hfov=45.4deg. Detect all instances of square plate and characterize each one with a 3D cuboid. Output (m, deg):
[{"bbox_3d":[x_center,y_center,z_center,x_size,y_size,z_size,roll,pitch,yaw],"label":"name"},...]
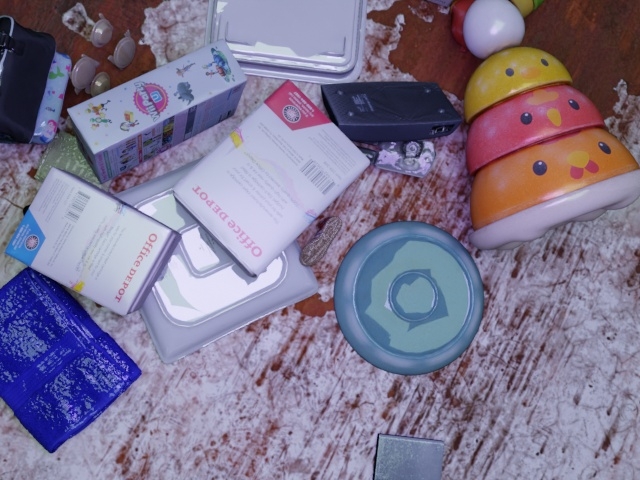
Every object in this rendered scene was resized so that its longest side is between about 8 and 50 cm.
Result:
[{"bbox_3d":[-0.221,0.015,1.499,0.344,0.049,0.347,-25,89,-12],"label":"square plate"}]

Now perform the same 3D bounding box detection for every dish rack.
[{"bbox_3d":[-0.065,-0.477,1.575,0.332,0.072,0.286,6,83,-5],"label":"dish rack"}]

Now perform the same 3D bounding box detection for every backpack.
[{"bbox_3d":[-0.598,-0.284,1.412,0.253,0.191,0.225,5,80,33],"label":"backpack"}]

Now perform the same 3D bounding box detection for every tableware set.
[{"bbox_3d":[-0.422,-0.347,1.481,0.020,0.141,0.169,26,81,16],"label":"tableware set"}]

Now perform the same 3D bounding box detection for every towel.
[{"bbox_3d":[-0.519,0.216,1.432,0.227,0.076,0.308,-43,90,-11],"label":"towel"},{"bbox_3d":[-0.475,-0.143,1.504,0.148,0.027,0.110,22,81,-4],"label":"towel"}]

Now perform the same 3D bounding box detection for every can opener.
[{"bbox_3d":[0.096,-0.194,1.568,0.283,0.095,0.076,13,101,4],"label":"can opener"}]

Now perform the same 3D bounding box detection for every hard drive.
[{"bbox_3d":[0.175,0.439,1.521,0.135,0.022,0.094,8,83,-6],"label":"hard drive"},{"bbox_3d":[0.137,-0.260,1.534,0.254,0.054,0.172,-4,41,-14],"label":"hard drive"}]

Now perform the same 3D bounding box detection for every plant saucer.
[{"bbox_3d":[0.186,0.114,1.551,0.317,0.044,0.318,1,83,-8],"label":"plant saucer"}]

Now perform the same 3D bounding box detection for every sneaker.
[{"bbox_3d":[0.000,0.000,1.534,0.042,0.067,0.118,39,92,-7],"label":"sneaker"}]

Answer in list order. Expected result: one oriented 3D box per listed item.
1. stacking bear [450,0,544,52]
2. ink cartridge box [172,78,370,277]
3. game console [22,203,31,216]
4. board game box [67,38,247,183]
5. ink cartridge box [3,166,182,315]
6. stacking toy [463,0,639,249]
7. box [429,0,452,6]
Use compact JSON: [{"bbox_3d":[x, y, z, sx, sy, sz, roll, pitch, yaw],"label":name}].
[{"bbox_3d":[0.381,-0.524,1.598,0.164,0.175,0.289,40,89,2],"label":"stacking bear"},{"bbox_3d":[-0.095,-0.113,1.442,0.306,0.131,0.226,-44,93,-9],"label":"ink cartridge box"},{"bbox_3d":[-0.498,-0.023,1.481,0.122,0.071,0.107,-18,127,-4],"label":"game console"},{"bbox_3d":[-0.301,-0.236,1.423,0.303,0.224,0.097,-31,89,-16],"label":"board game box"},{"bbox_3d":[-0.394,0.004,1.364,0.232,0.168,0.171,29,87,-2],"label":"ink cartridge box"},{"bbox_3d":[0.380,-0.243,1.467,0.350,0.350,0.480,-20,84,-9],"label":"stacking toy"},{"bbox_3d":[0.241,-0.593,1.542,0.148,0.232,0.127,18,82,-5],"label":"box"}]
